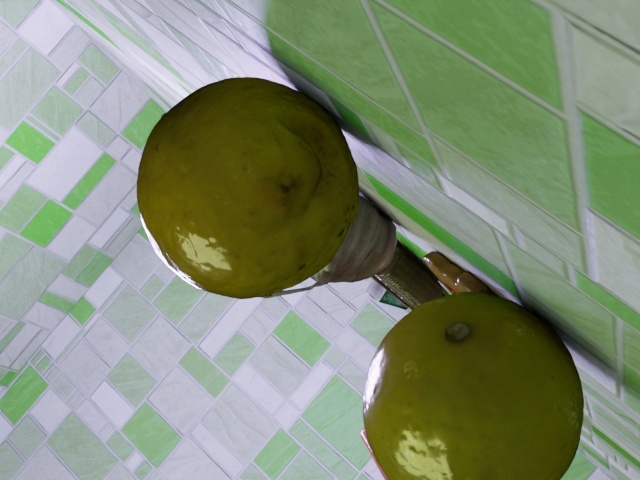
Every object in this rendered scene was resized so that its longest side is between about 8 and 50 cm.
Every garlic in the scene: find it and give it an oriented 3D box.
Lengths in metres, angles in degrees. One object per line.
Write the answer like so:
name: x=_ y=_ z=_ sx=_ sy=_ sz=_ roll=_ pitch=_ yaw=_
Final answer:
garlic: x=0.000 y=0.000 z=1.653 sx=0.207 sy=0.257 sz=0.207 roll=37 pitch=-148 yaw=-27

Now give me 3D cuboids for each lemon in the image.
lemon: x=0.220 y=0.238 z=1.370 sx=0.348 sy=0.348 sz=0.348 roll=40 pitch=177 yaw=2
lemon: x=-0.091 y=-0.064 z=1.184 sx=0.297 sy=0.297 sz=0.297 roll=40 pitch=177 yaw=2

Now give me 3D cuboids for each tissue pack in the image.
tissue pack: x=0.163 y=0.099 z=2.144 sx=0.111 sy=0.085 sz=0.079 roll=18 pitch=-164 yaw=-48

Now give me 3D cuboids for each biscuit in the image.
biscuit: x=0.266 y=0.106 z=1.579 sx=0.212 sy=0.041 sz=0.238 roll=37 pitch=175 yaw=24

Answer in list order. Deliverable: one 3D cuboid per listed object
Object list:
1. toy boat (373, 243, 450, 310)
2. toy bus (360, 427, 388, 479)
toy boat: x=0.171 y=0.077 z=1.873 sx=0.310 sy=0.089 sz=0.115 roll=42 pitch=174 yaw=-23
toy bus: x=0.324 y=0.443 z=2.350 sx=0.203 sy=0.427 sz=0.233 roll=43 pitch=-173 yaw=-48
